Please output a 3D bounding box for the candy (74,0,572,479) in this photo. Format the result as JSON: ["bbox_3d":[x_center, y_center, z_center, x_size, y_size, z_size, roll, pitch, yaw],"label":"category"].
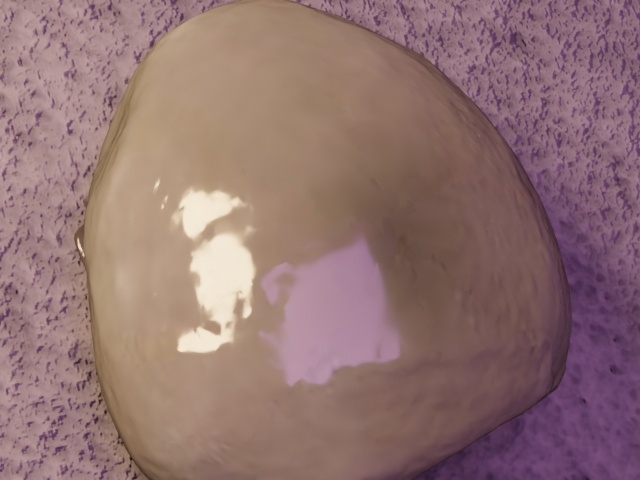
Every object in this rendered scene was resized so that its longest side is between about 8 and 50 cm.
[{"bbox_3d":[0.000,0.000,1.507,0.386,0.186,0.427,-12,69,-21],"label":"candy"}]
